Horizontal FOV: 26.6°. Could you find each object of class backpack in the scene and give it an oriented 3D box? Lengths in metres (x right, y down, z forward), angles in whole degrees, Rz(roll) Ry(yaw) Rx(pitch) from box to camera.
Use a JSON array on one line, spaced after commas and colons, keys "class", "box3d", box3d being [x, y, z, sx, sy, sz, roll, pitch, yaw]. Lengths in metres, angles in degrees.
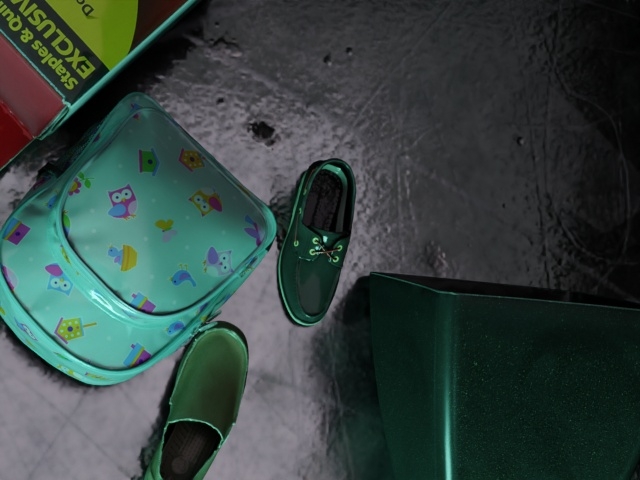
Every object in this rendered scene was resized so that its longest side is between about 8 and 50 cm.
[{"class": "backpack", "box3d": [-0.141, 0.007, 0.970, 0.166, 0.144, 0.188, 45, 75, -10]}]

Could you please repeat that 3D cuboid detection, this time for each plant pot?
[{"class": "plant pot", "box3d": [0.142, 0.119, 1.015, 0.188, 0.187, 0.167, 5, 92, -14]}]

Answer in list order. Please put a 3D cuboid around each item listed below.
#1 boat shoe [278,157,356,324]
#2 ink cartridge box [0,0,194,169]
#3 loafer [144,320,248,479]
[{"class": "boat shoe", "box3d": [-0.002, 0.000, 1.061, 0.049, 0.042, 0.133, 12, 79, -15]}, {"class": "ink cartridge box", "box3d": [-0.248, -0.235, 0.962, 0.309, 0.130, 0.272, 47, 70, -9]}, {"class": "loafer", "box3d": [-0.087, 0.130, 1.009, 0.056, 0.050, 0.148, 19, 76, -11]}]
